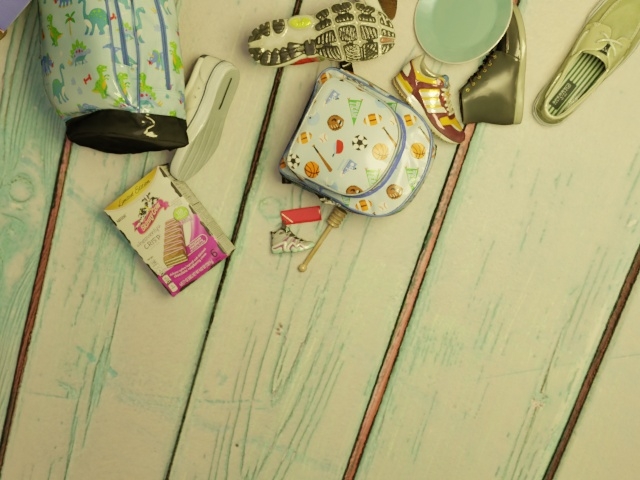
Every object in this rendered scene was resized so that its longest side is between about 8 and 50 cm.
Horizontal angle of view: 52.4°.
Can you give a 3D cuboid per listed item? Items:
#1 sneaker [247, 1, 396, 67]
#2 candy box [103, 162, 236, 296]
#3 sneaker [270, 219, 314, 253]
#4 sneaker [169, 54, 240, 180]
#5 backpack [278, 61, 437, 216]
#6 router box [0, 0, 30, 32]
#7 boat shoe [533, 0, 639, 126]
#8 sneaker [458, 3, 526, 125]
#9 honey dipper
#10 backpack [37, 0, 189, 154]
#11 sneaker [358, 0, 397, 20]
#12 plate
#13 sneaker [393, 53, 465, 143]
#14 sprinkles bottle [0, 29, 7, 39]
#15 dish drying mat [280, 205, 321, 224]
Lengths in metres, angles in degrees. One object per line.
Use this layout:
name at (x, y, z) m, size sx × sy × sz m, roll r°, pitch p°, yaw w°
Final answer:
sneaker at (0.002, -0.385, 1.229) m, size 0.279 × 0.118 × 0.107 m, roll -2°, pitch 102°, yaw 5°
candy box at (-0.313, -0.022, 1.360) m, size 0.159 × 0.071 × 0.233 m, roll -37°, pitch 95°, yaw 12°
sneaker at (-0.062, -0.010, 1.347) m, size 0.098 × 0.038 × 0.069 m, roll -7°, pitch 96°, yaw 21°
sneaker at (-0.248, -0.248, 1.310) m, size 0.091 × 0.094 × 0.258 m, roll 33°, pitch 103°, yaw 24°
backpack at (0.079, -0.171, 1.212) m, size 0.263 × 0.213 × 0.276 m, roll 27°, pitch 103°, yaw 4°
router box at (-0.552, -0.537, 1.138) m, size 0.301 × 0.082 × 0.335 m, roll 23°, pitch 74°, yaw 34°
boat shoe at (0.512, -0.338, 1.198) m, size 0.109 × 0.094 × 0.302 m, roll 33°, pitch 103°, yaw -1°
sneaker at (0.321, -0.327, 1.226) m, size 0.118 × 0.083 × 0.222 m, roll -2°, pitch 102°, yaw 7°
honey dipper at (0.000, 0.000, 1.355) m, size 0.030 × 0.030 × 0.161 m, roll 35°, pitch 106°, yaw -2°
backpack at (-0.387, -0.359, 1.214) m, size 0.290 × 0.273 × 0.356 m, roll 6°, pitch 86°, yaw 40°
sneaker at (0.047, -0.536, 1.223) m, size 0.123 × 0.106 × 0.290 m, roll -13°, pitch 110°, yaw 42°
plate at (0.267, -0.422, 1.217) m, size 0.188 × 0.024 × 0.188 m, roll 0°, pitch 90°, yaw 29°
sneaker at (0.226, -0.269, 1.247) m, size 0.185 × 0.069 × 0.084 m, roll 45°, pitch 121°, yaw -4°
sprinkles bottle at (-0.764, -0.549, 1.277) m, size 0.121 × 0.121 × 0.355 m, roll -28°, pitch 98°, yaw 11°
dish drying mat at (-0.040, -0.052, 1.357) m, size 0.083 × 0.008 × 0.032 m, roll -7°, pitch 100°, yaw 7°
